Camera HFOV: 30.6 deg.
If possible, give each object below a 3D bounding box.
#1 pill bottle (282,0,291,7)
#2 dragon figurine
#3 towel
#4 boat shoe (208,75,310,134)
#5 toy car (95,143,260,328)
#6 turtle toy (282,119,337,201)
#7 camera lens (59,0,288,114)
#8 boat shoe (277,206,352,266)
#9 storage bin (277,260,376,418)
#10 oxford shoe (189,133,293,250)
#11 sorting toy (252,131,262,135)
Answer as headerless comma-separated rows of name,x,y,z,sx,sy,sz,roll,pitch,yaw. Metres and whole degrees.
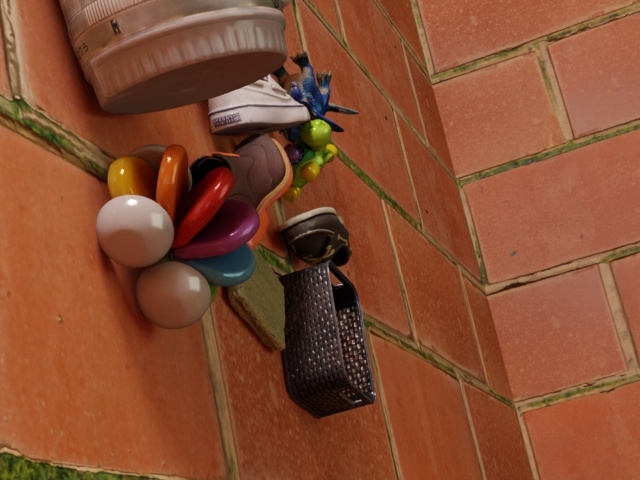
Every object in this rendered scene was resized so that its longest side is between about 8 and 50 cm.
pill bottle,-0.113,-0.426,1.730,0.103,0.103,0.184,-16,88,-74
dragon figurine,-0.015,-0.202,1.859,0.289,0.085,0.144,38,37,-63
towel,-0.080,0.066,1.457,0.148,0.027,0.110,55,24,-49
boat shoe,-0.083,-0.193,1.601,0.258,0.095,0.084,-16,93,-75
toy car,-0.130,-0.015,1.169,0.159,0.136,0.182,-83,152,-56
turtle toy,-0.022,-0.121,1.707,0.066,0.130,0.095,42,36,-2
camera lens,-0.164,-0.289,1.191,0.219,0.219,0.274,-7,80,-74
boat shoe,0.000,0.000,1.699,0.228,0.081,0.069,13,56,-75
storage bin,0.005,0.133,1.570,0.122,0.084,0.180,46,29,-57
oxford shoe,-0.101,-0.078,1.422,0.098,0.097,0.271,59,20,-23
sorting toy,-0.084,-0.091,1.594,0.083,0.045,0.075,54,31,-50
